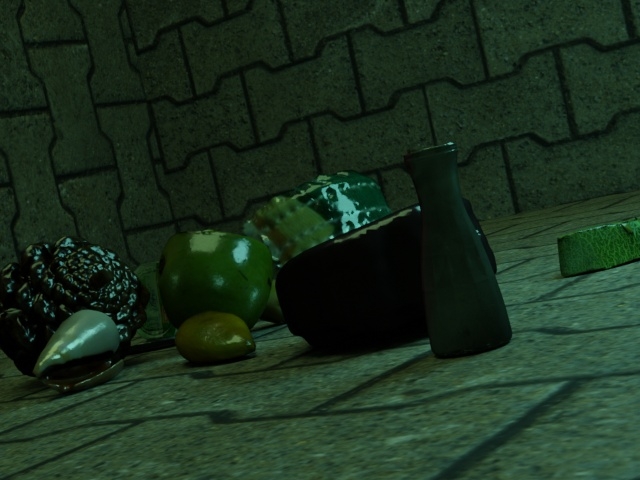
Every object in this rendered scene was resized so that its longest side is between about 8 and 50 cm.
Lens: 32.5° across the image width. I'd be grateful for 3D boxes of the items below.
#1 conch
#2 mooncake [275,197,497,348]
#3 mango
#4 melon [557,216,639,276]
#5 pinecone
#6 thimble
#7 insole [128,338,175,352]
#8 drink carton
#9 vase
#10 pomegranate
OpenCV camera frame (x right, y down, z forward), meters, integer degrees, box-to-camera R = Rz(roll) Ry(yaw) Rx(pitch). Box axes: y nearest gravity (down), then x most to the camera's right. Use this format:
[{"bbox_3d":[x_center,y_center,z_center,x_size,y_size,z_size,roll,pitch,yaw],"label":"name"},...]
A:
[{"bbox_3d":[-0.344,0.162,1.581,0.094,0.104,0.176,-15,10,8],"label":"conch"},{"bbox_3d":[0.083,0.050,1.406,0.283,0.141,0.283,-20,-5,-2],"label":"mooncake"},{"bbox_3d":[-0.148,0.139,1.554,0.101,0.066,0.187,-15,11,-26],"label":"mango"},{"bbox_3d":[0.434,0.002,1.628,0.118,0.064,0.209,-18,-3,32],"label":"melon"},{"bbox_3d":[-0.415,0.119,1.770,0.244,0.244,0.309,-14,-13,-33],"label":"pinecone"},{"bbox_3d":[0.000,0.000,2.027,0.288,0.167,0.254,-16,-21,-29],"label":"thimble"},{"bbox_3d":[-0.353,0.197,1.975,0.322,0.007,0.109,-12,0,31],"label":"insole"},{"bbox_3d":[-0.265,0.111,2.097,0.142,0.146,0.144,-4,-5,-44],"label":"drink carton"},{"bbox_3d":[0.135,0.007,1.141,0.086,0.214,0.086,-13,2,0],"label":"vase"},{"bbox_3d":[-0.161,0.094,1.782,0.190,0.159,0.241,-4,-23,21],"label":"pomegranate"}]
